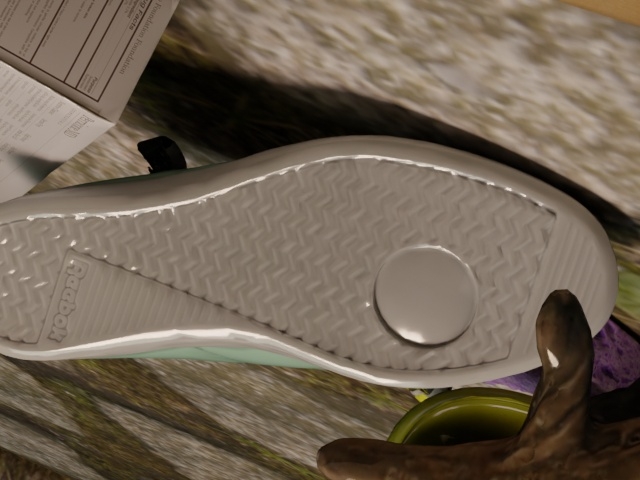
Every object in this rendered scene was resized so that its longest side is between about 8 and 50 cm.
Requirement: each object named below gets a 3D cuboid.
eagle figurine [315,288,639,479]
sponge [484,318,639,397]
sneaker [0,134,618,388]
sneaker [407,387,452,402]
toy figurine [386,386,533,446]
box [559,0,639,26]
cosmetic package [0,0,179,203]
[{"bbox_3d":[0.138,0.089,0.583,0.225,0.226,0.298,-23,159,35],"label":"eagle figurine"},{"bbox_3d":[0.041,0.028,0.915,0.117,0.031,0.210,35,163,-34],"label":"sponge"},{"bbox_3d":[0.000,0.000,0.803,0.255,0.094,0.151,0,-172,17],"label":"sneaker"},{"bbox_3d":[0.042,0.052,0.866,0.035,0.031,0.083,30,164,-1],"label":"sneaker"},{"bbox_3d":[0.174,0.185,0.932,0.362,0.191,0.217,20,-175,-4],"label":"toy figurine"},{"bbox_3d":[0.020,-0.115,0.450,0.164,0.021,0.201,21,165,18],"label":"box"},{"bbox_3d":[-0.135,-0.073,0.791,0.099,0.060,0.239,31,166,-13],"label":"cosmetic package"}]
